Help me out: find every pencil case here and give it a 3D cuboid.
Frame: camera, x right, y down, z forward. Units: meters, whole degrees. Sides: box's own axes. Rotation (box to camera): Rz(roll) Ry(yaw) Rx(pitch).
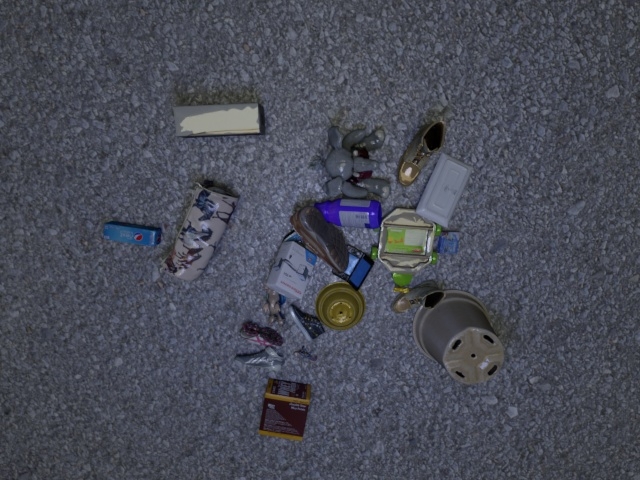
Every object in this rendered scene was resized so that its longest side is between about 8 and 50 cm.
[{"bbox_3d":[-0.486,-0.030,1.736,0.184,0.160,0.410,24,100,-21],"label":"pencil case"}]

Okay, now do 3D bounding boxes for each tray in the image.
[{"bbox_3d":[0.494,-0.202,1.736,0.145,0.030,0.270,25,87,-5],"label":"tray"}]

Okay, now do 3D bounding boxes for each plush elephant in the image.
[{"bbox_3d":[0.113,-0.283,1.638,0.330,0.255,0.271,0,100,0],"label":"plush elephant"}]

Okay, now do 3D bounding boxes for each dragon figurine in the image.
[{"bbox_3d":[-0.189,0.227,1.821,0.085,0.144,0.289,-2,81,2],"label":"dragon figurine"}]

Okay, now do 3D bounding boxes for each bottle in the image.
[{"bbox_3d":[0.096,-0.108,1.726,0.283,0.092,0.118,4,144,18],"label":"bottle"}]

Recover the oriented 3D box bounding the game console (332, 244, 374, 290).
[{"bbox_3d":[0.131,0.111,1.797,0.124,0.085,0.144,29,100,-5],"label":"game console"}]

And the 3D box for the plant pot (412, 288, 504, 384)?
[{"bbox_3d":[0.556,0.397,1.738,0.334,0.305,0.333,0,101,1],"label":"plant pot"}]

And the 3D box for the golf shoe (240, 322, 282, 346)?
[{"bbox_3d":[-0.252,0.412,1.875,0.186,0.067,0.086,24,131,-9],"label":"golf shoe"}]

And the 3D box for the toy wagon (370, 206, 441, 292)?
[{"bbox_3d":[0.340,0.041,1.794,0.267,0.068,0.344,5,101,0],"label":"toy wagon"}]

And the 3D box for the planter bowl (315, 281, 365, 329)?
[{"bbox_3d":[0.084,0.287,1.830,0.217,0.090,0.217,0,100,1],"label":"planter bowl"}]

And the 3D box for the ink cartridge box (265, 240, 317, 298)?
[{"bbox_3d":[-0.113,0.119,1.739,0.140,0.082,0.190,34,63,-32],"label":"ink cartridge box"}]

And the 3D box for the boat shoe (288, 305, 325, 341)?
[{"bbox_3d":[-0.057,0.334,1.856,0.083,0.065,0.183,-31,106,4],"label":"boat shoe"}]

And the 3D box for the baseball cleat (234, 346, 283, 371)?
[{"bbox_3d":[-0.262,0.498,1.891,0.206,0.072,0.109,13,84,-4],"label":"baseball cleat"}]

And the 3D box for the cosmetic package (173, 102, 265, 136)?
[{"bbox_3d":[-0.373,-0.451,1.660,0.309,0.160,0.113,-3,101,2],"label":"cosmetic package"}]

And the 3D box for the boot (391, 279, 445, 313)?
[{"bbox_3d":[0.393,0.245,1.780,0.213,0.165,0.077,-31,98,4],"label":"boot"}]

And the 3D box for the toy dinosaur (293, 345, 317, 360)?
[{"bbox_3d":[-0.056,0.494,1.906,0.090,0.047,0.082,-23,112,38],"label":"toy dinosaur"}]

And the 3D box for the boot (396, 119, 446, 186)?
[{"bbox_3d":[0.378,-0.322,1.655,0.095,0.203,0.262,28,98,-4],"label":"boot"}]

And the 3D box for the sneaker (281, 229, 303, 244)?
[{"bbox_3d":[-0.084,-0.012,1.789,0.162,0.063,0.073,-30,102,6],"label":"sneaker"}]

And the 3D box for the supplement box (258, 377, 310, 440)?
[{"bbox_3d":[-0.151,0.723,1.892,0.191,0.129,0.194,10,101,-1],"label":"supplement box"}]

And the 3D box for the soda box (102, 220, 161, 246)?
[{"bbox_3d":[-0.761,-0.028,1.784,0.210,0.071,0.067,9,101,-1],"label":"soda box"}]

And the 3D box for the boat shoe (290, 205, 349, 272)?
[{"bbox_3d":[0.000,0.000,1.738,0.116,0.123,0.324,-13,122,42],"label":"boat shoe"}]

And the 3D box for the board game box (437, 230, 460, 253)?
[{"bbox_3d":[0.522,0.008,1.794,0.090,0.020,0.090,0,102,-24],"label":"board game box"}]
